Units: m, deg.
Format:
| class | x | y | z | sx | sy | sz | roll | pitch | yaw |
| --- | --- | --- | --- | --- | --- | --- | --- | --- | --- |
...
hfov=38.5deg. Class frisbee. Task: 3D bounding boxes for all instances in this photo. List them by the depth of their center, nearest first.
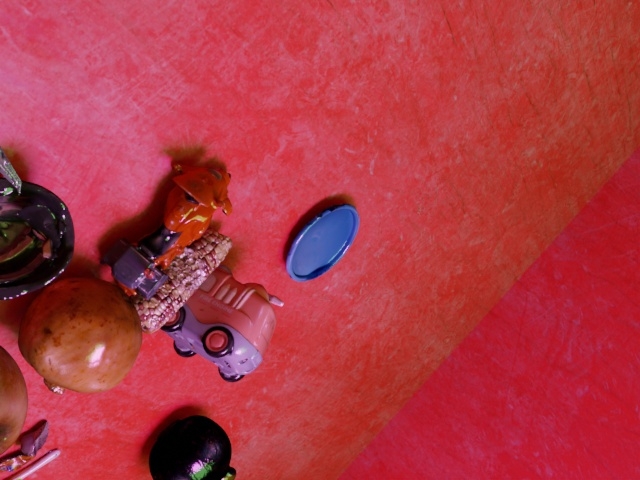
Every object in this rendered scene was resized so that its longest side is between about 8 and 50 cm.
| class | x | y | z | sx | sy | sz | roll | pitch | yaw |
| --- | --- | --- | --- | --- | --- | --- | --- | --- | --- |
| frisbee | 0.000 | 0.000 | 2.317 | 0.242 | 0.045 | 0.242 | -32 | 147 | -24 |

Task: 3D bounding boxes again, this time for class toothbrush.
| class | x | y | z | sx | sy | sz | roll | pitch | yaw |
| --- | --- | --- | --- | --- | --- | --- | --- | --- | --- |
| toothbrush | -0.707 | 0.547 | 2.074 | 0.263 | 0.026 | 0.022 | -32 | 148 | -31 |

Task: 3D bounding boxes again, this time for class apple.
| class | x | y | z | sx | sy | sz | roll | pitch | yaw |
| --- | --- | --- | --- | --- | --- | --- | --- | --- | --- |
| apple | -0.652 | 0.287 | 1.616 | 0.257 | 0.234 | 0.257 | -35 | 152 | -22 |

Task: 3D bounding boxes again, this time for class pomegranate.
| class | x | y | z | sx | sy | sz | roll | pitch | yaw |
| --- | --- | --- | --- | --- | --- | --- | --- | --- | --- |
| pomegranate | -0.459 | 0.186 | 1.759 | 0.248 | 0.248 | 0.248 | -33 | 148 | -24 |

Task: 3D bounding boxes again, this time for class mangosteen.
| class | x | y | z | sx | sy | sz | roll | pitch | yaw |
| --- | --- | --- | --- | --- | --- | --- | --- | --- | --- |
| mangosteen | -0.333 | 0.580 | 2.398 | 0.243 | 0.243 | 0.243 | -33 | 148 | -24 |

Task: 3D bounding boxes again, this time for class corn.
| class | x | y | z | sx | sy | sz | roll | pitch | yaw |
| --- | --- | --- | --- | --- | --- | --- | --- | --- | --- |
| corn | -0.297 | 0.078 | 1.940 | 0.290 | 0.098 | 0.098 | -46 | 153 | -25 |

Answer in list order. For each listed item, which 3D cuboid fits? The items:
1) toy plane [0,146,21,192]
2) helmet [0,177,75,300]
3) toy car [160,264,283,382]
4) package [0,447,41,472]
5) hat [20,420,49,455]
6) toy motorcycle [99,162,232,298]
| class | x | y | z | sx | sy | sz | roll | pitch | yaw |
| --- | --- | --- | --- | --- | --- | --- | --- | --- | --- |
| toy plane | -0.539 | -0.151 | 1.375 | 0.226 | 0.058 | 0.226 | 25 | 87 | -33 |
| helmet | -0.534 | -0.003 | 1.503 | 0.253 | 0.154 | 0.198 | -9 | 96 | -22 |
| toy car | -0.225 | 0.166 | 2.034 | 0.212 | 0.270 | 0.180 | -58 | 160 | -21 |
| package | -0.674 | 0.494 | 2.037 | 0.111 | 0.033 | 0.077 | -15 | 143 | -38 |
| hat | -0.634 | 0.435 | 2.025 | 0.058 | 0.042 | 0.087 | 103 | 6 | -54 |
| toy motorcycle | -0.290 | -0.028 | 1.813 | 0.325 | 0.148 | 0.221 | -49 | 174 | -9 |
